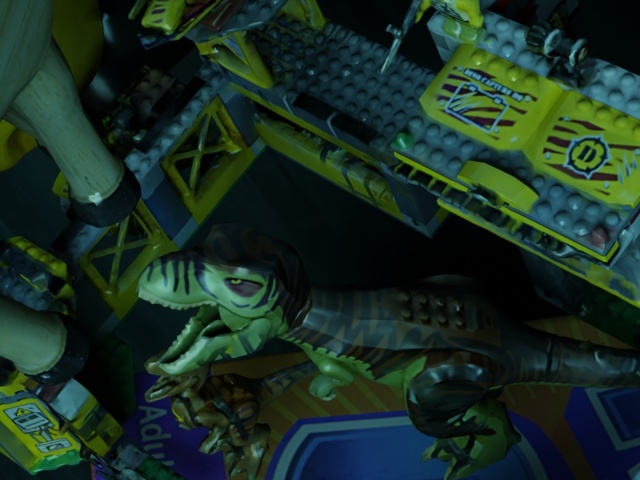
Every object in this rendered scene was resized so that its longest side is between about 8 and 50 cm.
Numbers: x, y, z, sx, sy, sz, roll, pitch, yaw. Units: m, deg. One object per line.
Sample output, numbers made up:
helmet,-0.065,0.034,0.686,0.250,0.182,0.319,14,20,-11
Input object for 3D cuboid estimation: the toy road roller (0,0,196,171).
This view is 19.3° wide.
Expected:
toy road roller,-0.226,-0.085,0.783,0.329,0.241,0.202,-15,121,43

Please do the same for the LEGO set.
LEGO set,0.000,0.000,0.576,0.331,0.255,0.192,38,168,33

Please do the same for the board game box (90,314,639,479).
board game box,0.113,0.274,0.729,0.356,0.356,0.356,-8,135,-5

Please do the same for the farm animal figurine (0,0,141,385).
farm animal figurine,-0.117,-0.146,0.512,0.330,0.327,0.172,47,175,36
